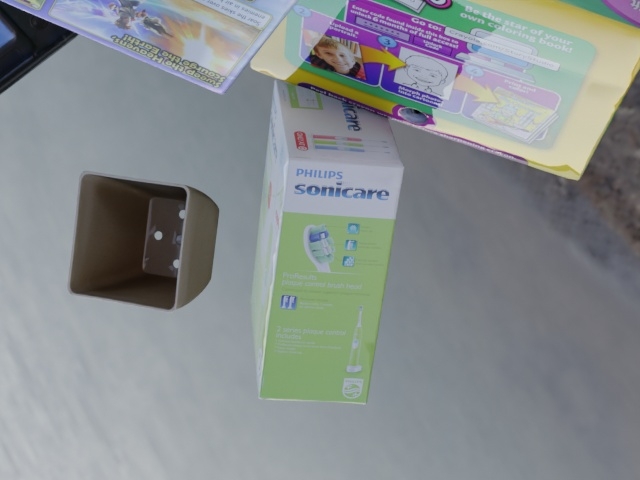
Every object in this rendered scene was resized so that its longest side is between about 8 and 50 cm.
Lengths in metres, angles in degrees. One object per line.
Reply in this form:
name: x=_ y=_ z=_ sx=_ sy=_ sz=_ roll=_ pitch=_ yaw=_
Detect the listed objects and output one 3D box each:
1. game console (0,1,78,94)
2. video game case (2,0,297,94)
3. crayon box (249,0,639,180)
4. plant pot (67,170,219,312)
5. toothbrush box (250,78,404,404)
game console: x=-0.331 y=-0.185 z=1.010 sx=0.250 sy=0.293 sz=0.173 roll=47 pitch=162 yaw=4
video game case: x=-0.121 y=-0.213 z=0.855 sx=0.244 sy=0.269 sz=0.061 roll=-44 pitch=30 yaw=51
crayon box: x=0.118 y=-0.215 z=1.448 sx=0.363 sy=0.106 sz=0.313 roll=20 pitch=158 yaw=4
plant pot: x=-0.146 y=-0.001 z=1.354 sx=0.109 sy=0.096 sz=0.109 roll=9 pitch=95 yaw=23
toothbrush box: x=0.000 y=0.000 z=1.627 sx=0.206 sy=0.122 sz=0.283 roll=-100 pitch=17 yaw=-61
